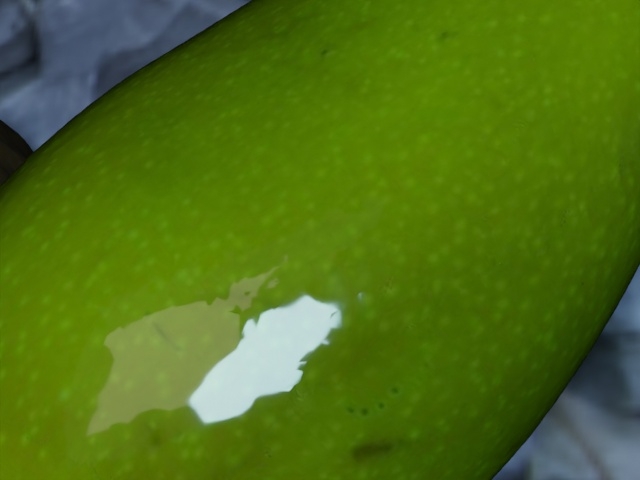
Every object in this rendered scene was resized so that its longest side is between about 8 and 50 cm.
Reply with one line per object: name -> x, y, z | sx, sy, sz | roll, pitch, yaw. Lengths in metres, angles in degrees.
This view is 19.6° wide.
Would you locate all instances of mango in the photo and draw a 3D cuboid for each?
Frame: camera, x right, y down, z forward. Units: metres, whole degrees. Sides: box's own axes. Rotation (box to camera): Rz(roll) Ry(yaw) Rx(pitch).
mango -> 0.000, 0.000, 0.546 | 0.293, 0.143, 0.175 | -48, 51, -6

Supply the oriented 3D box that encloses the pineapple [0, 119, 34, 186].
pineapple -> -0.198, 0.050, 0.647 | 0.248, 0.128, 0.128 | -49, 57, 10
